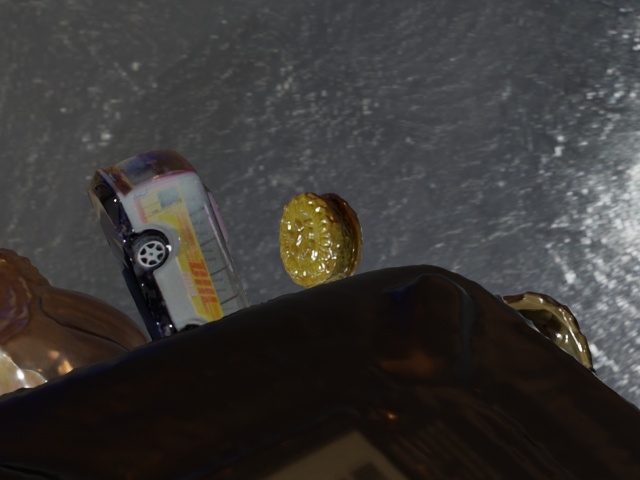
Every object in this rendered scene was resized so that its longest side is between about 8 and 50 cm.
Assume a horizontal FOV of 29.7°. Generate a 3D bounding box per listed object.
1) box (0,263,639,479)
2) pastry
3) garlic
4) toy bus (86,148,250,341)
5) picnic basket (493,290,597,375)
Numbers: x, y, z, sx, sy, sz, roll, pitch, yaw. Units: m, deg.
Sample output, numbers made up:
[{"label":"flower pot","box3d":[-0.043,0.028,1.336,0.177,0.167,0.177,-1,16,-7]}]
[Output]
[{"label":"box","box3d":[0.031,0.160,0.421,0.359,0.350,0.091,42,131,30]},{"label":"pastry","box3d":[0.000,0.000,1.223,0.109,0.057,0.097,-11,84,52]},{"label":"garlic","box3d":[-0.221,0.144,0.891,0.237,0.210,0.292,-9,116,-3]},{"label":"toy bus","box3d":[-0.092,0.020,0.808,0.057,0.072,0.172,41,155,54]},{"label":"picnic basket","box3d":[0.143,0.104,0.940,0.138,0.178,0.128,-17,89,6]}]
